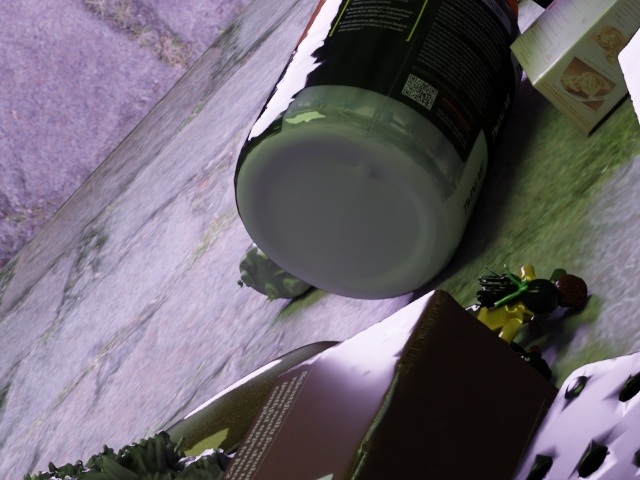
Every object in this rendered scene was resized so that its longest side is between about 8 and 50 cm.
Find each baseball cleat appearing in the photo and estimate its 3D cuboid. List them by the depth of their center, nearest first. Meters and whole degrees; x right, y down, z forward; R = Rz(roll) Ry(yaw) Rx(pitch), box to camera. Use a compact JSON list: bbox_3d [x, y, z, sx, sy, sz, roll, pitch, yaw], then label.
[{"bbox_3d":[0.000,0.000,1.901,0.109,0.072,0.206,-43,13,-35],"label":"baseball cleat"}]

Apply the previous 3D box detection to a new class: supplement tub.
[{"bbox_3d":[0.065,-0.124,1.707,0.207,0.207,0.338,-37,19,41],"label":"supplement tub"}]

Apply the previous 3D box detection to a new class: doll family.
[{"bbox_3d":[0.125,0.077,1.308,0.111,0.076,0.193,-29,30,44],"label":"doll family"}]

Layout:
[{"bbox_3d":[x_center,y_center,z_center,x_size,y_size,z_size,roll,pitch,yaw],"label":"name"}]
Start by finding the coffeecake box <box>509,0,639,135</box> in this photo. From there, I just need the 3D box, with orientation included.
[{"bbox_3d":[0.256,-0.194,1.597,0.185,0.068,0.142,-46,15,12],"label":"coffeecake box"}]

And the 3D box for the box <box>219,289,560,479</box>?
[{"bbox_3d":[0.060,0.169,0.996,0.167,0.203,0.168,-32,22,51],"label":"box"}]

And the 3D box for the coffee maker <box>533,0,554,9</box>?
[{"bbox_3d":[0.280,-0.312,1.771,0.171,0.120,0.178,-6,44,44],"label":"coffee maker"}]

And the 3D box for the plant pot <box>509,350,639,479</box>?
[{"bbox_3d":[0.173,0.143,0.801,0.187,0.167,0.188,-57,17,-26],"label":"plant pot"}]

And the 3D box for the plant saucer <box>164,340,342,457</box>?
[{"bbox_3d":[-0.079,0.167,1.442,0.310,0.050,0.310,-34,-11,-7],"label":"plant saucer"}]

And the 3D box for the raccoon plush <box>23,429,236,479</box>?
[{"bbox_3d":[-0.184,0.226,1.175,0.299,0.446,0.216,139,146,-69],"label":"raccoon plush"}]

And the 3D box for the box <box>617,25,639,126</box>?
[{"bbox_3d":[0.268,-0.056,0.962,0.142,0.163,0.247,-54,18,27],"label":"box"}]
